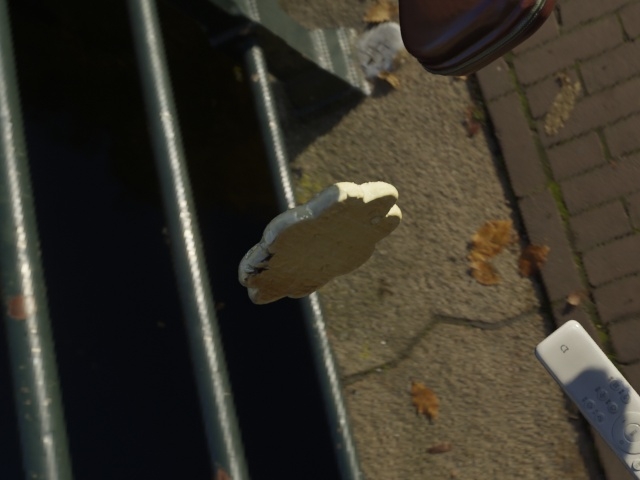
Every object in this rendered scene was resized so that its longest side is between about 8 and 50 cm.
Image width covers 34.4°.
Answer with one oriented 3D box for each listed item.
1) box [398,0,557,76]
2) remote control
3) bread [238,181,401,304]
[{"bbox_3d":[0.204,-0.411,1.356,0.263,0.108,0.404,-29,52,49],"label":"box"},{"bbox_3d":[0.361,0.214,1.235,0.067,0.029,0.261,-39,80,6],"label":"remote control"},{"bbox_3d":[0.000,0.000,1.747,0.316,0.316,0.054,-41,64,16],"label":"bread"}]
